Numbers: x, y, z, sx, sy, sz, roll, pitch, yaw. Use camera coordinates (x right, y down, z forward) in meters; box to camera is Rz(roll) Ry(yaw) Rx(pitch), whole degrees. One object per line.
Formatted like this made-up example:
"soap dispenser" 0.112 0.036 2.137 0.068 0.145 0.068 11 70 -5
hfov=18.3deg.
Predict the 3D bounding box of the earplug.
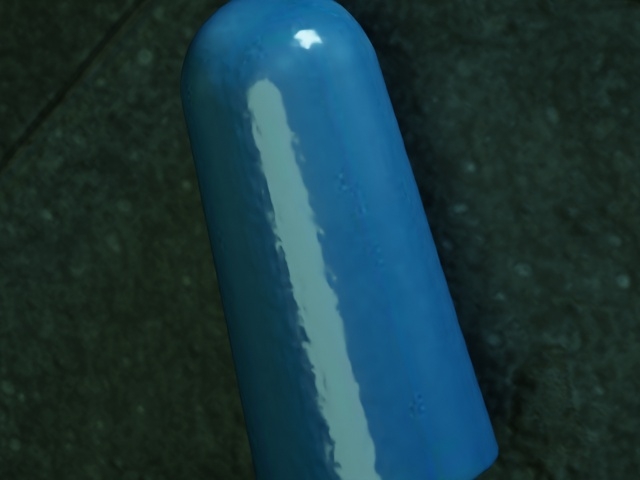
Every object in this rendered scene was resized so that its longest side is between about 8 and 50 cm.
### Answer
"earplug" 0.000 0.000 1.057 0.132 0.132 0.273 -11 98 19
